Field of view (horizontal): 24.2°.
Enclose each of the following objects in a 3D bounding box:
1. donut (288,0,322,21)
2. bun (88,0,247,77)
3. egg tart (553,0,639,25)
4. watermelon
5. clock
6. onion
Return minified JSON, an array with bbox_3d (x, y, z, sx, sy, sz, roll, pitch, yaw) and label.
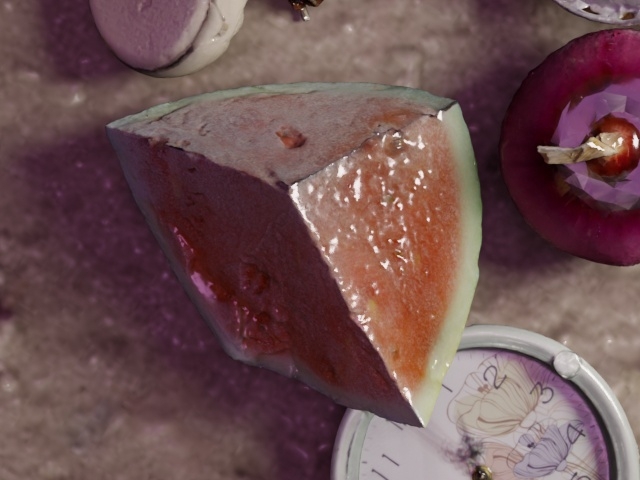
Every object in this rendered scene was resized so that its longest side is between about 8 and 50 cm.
[{"bbox_3d":[-0.051,-0.296,1.148,0.217,0.085,0.141,39,89,3],"label":"donut"},{"bbox_3d":[-0.106,-0.193,1.147,0.138,0.094,0.138,4,98,34],"label":"bun"},{"bbox_3d":[0.243,-0.270,1.097,0.234,0.094,0.234,-13,63,28],"label":"egg tart"},{"bbox_3d":[0.000,0.000,1.104,0.256,0.176,0.260,-18,107,8],"label":"watermelon"},{"bbox_3d":[0.125,0.181,1.150,0.237,0.053,0.236,0,90,2],"label":"clock"},{"bbox_3d":[0.223,-0.070,1.110,0.177,0.153,0.177,1,86,-11],"label":"onion"}]
